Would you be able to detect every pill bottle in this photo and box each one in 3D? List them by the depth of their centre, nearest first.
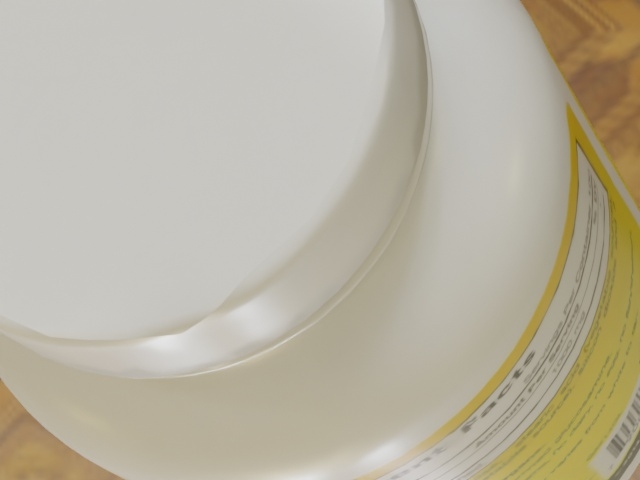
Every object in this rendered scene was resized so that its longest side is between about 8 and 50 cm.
[{"bbox_3d":[0.000,0.000,0.629,0.188,0.188,0.334,-24,158,11],"label":"pill bottle"}]
